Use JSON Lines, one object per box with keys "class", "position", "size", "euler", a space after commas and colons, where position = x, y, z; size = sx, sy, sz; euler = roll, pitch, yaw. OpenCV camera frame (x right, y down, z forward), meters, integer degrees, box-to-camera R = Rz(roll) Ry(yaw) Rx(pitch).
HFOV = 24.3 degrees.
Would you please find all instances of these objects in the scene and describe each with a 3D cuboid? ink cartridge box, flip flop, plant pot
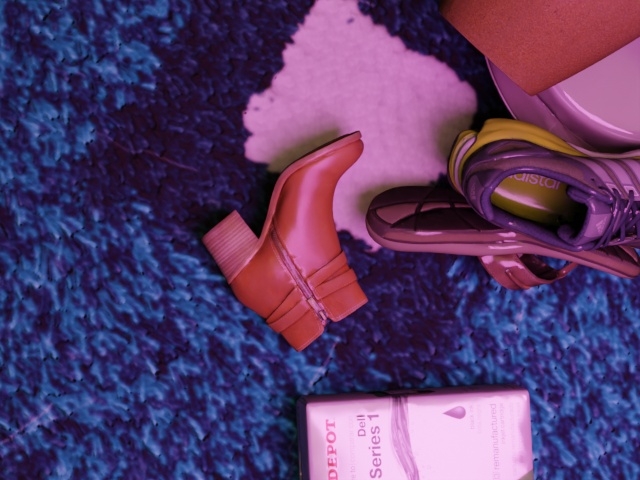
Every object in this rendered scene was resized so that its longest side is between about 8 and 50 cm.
{"class": "ink cartridge box", "position": [0.090, 0.226, 1.449], "size": [0.219, 0.092, 0.160], "euler": [-3, 89, -5]}
{"class": "flip flop", "position": [0.178, 0.007, 1.463], "size": [0.277, 0.112, 0.080], "euler": [4, 119, -10]}
{"class": "plant pot", "position": [0.231, -0.260, 1.318], "size": [0.237, 0.237, 0.254], "euler": [42, 100, -3]}

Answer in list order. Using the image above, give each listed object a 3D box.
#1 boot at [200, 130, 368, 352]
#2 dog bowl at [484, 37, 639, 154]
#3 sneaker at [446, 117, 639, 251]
{"class": "boot", "position": [0.000, 0.000, 1.459], "size": [0.197, 0.073, 0.152], "euler": [-40, 91, 8]}
{"class": "dog bowl", "position": [0.319, -0.216, 1.473], "size": [0.349, 0.102, 0.349], "euler": [0, 88, -5]}
{"class": "sneaker", "position": [0.265, -0.028, 1.367], "size": [0.300, 0.121, 0.111], "euler": [8, 116, 0]}
